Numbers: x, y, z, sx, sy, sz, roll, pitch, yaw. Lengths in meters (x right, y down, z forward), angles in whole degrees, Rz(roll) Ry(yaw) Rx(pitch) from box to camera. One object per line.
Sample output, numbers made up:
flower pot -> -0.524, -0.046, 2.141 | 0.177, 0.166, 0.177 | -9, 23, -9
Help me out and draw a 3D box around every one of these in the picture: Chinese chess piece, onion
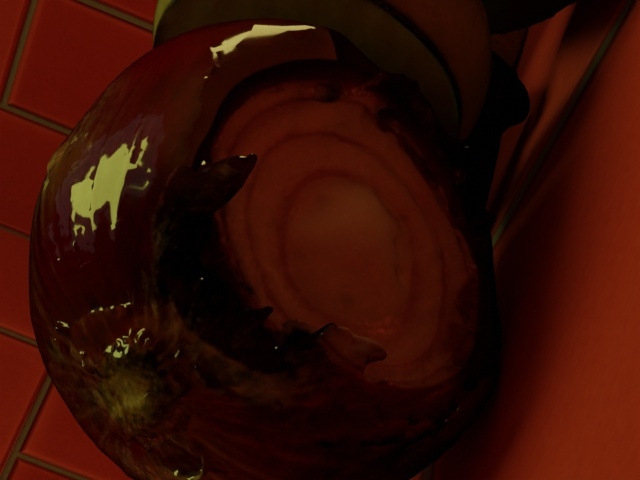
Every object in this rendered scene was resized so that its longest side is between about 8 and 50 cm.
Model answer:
Chinese chess piece -> 0.001, -0.141, 1.124 | 0.257, 0.257, 0.104 | 119, 174, -51
onion -> -0.049, 0.037, 1.022 | 0.341, 0.341, 0.341 | -158, 90, -85

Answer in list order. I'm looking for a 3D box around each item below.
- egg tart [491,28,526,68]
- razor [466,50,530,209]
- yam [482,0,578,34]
egg tart -> 0.125, -0.189, 1.469 | 0.288, 0.118, 0.288 | -156, 90, -86
razor -> 0.041, -0.016, 1.283 | 0.113, 0.204, 0.349 | 25, -92, -51
yam -> 0.161, -0.251, 1.147 | 0.268, 0.161, 0.161 | 155, 137, -83
